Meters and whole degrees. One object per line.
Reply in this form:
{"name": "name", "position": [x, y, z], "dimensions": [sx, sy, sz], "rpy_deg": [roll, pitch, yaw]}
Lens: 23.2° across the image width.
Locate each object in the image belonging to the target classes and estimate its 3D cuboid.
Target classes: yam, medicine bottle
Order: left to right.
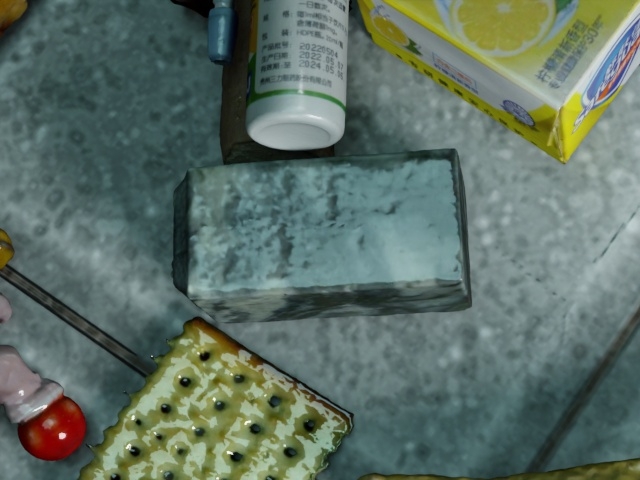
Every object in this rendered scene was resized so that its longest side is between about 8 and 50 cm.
{"name": "medicine bottle", "position": [-0.027, -0.166, 0.970], "dimensions": [0.092, 0.061, 0.221], "rpy_deg": [-3, 72, 18]}
{"name": "yam", "position": [-0.025, -0.104, 1.018], "dimensions": [0.084, 0.084, 0.127], "rpy_deg": [2, 71, 9]}

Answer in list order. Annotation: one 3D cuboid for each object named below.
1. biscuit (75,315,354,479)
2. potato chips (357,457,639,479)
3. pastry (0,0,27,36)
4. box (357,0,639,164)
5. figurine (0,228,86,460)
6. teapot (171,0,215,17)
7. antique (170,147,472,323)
{"name": "biscuit", "position": [-0.096, 0.171, 0.976], "dimensions": [0.139, 0.016, 0.231], "rpy_deg": [31, 80, 16]}
{"name": "potato chips", "position": [0.218, 0.135, 0.911], "dimensions": [0.407, 0.057, 0.080], "rpy_deg": [-13, 55, 5]}
{"name": "pastry", "position": [-0.338, -0.204, 1.052], "dimensions": [0.237, 0.170, 0.256], "rpy_deg": [35, 76, 14]}
{"name": "box", "position": [0.164, -0.206, 1.010], "dimensions": [0.168, 0.097, 0.265], "rpy_deg": [36, 81, 17]}
{"name": "figurine", "position": [-0.284, 0.047, 0.993], "dimensions": [0.176, 0.186, 0.287], "rpy_deg": [-34, 90, 37]}
{"name": "teapot", "position": [-0.072, -0.182, 1.053], "dimensions": [0.045, 0.068, 0.100], "rpy_deg": [28, 39, 13]}
{"name": "antique", "position": [0.000, 0.000, 0.974], "dimensions": [0.183, 0.088, 0.086], "rpy_deg": [-4, 75, 7]}
